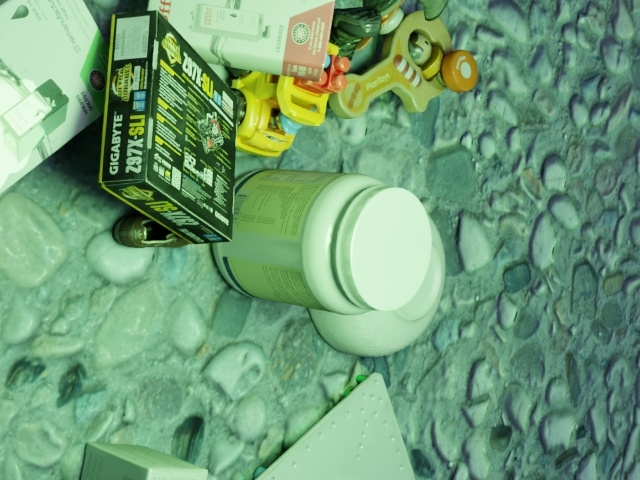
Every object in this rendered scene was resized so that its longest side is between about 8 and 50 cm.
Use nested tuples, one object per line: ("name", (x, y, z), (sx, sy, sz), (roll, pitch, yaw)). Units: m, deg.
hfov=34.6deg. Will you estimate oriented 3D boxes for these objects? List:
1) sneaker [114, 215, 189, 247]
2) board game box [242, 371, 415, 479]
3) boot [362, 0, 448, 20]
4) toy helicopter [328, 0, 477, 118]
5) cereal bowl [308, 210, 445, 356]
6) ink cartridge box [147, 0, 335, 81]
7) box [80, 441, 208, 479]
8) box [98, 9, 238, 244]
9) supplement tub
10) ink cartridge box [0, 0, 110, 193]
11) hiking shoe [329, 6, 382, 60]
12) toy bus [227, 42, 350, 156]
("sneaker", (-0.240, -0.014, 1.672), (0.188, 0.071, 0.066), (-11, 103, -44))
("board game box", (0.034, 0.518, 2.033), (0.390, 0.050, 0.389), (-37, 120, -37))
("boot", (0.182, -0.460, 1.887), (0.246, 0.083, 0.161), (-57, 138, -22))
("toy helicopter", (0.134, -0.343, 1.966), (0.355, 0.140, 0.235), (-36, 112, -38))
("cereal bowl", (0.135, 0.070, 2.017), (0.339, 0.141, 0.338), (-9, 102, -44))
("ink cartridge box", (-0.120, -0.377, 1.602), (0.283, 0.117, 0.207), (9, 88, -3))
("box", (-0.287, 0.423, 1.602), (0.119, 0.182, 0.181), (16, 83, -43))
("box", (-0.216, -0.156, 1.546), (0.322, 0.079, 0.257), (41, 46, -68))
("supplement tub", (0.000, 0.000, 1.737), (0.235, 0.325, 0.235), (-8, 101, -45))
("ink cartridge box", (-0.435, -0.213, 1.413), (0.289, 0.122, 0.211), (-47, 126, -31))
("hiking shoe", (0.042, -0.351, 1.809), (0.086, 0.227, 0.114), (-11, 105, -24))
("toy bus", (-0.049, -0.251, 1.740), (0.149, 0.211, 0.220), (14, 86, -47))
